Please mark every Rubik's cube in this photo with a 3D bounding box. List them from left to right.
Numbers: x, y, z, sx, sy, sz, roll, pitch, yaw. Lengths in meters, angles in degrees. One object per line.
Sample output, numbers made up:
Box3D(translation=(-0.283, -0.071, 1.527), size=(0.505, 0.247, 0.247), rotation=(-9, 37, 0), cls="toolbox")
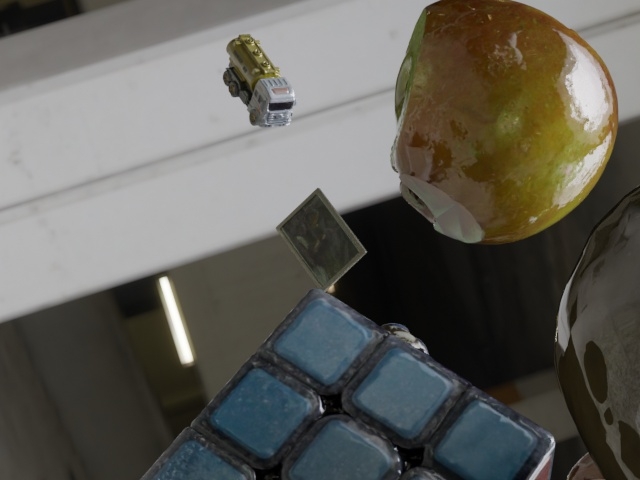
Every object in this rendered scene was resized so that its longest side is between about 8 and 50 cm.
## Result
Box3D(translation=(0.026, 0.290, 1.451), size=(0.301, 0.305, 0.304), rotation=(30, -28, 22), cls="Rubik's cube")

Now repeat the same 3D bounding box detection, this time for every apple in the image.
Box3D(translation=(0.249, -0.174, 2.189), size=(0.384, 0.374, 0.374), rotation=(26, -40, 44), cls="apple")

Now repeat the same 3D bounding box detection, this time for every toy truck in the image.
Box3D(translation=(-0.075, -0.194, 1.764), size=(0.123, 0.052, 0.063), rotation=(56, -40, 36), cls="toy truck")

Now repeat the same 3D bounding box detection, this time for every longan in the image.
Box3D(translation=(0.339, 0.103, 1.122), size=(0.361, 0.361, 0.361), rotation=(162, -90, -84), cls="longan")

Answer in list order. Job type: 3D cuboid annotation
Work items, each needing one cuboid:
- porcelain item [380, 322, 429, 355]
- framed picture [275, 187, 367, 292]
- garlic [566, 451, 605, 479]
Box3D(translation=(0.093, 0.270, 2.147), size=(0.186, 0.138, 0.288), rotation=(84, 9, -66), cls="porcelain item")
Box3D(translation=(0.000, 0.000, 1.474), size=(0.089, 0.066, 0.006), rotation=(55, 19, 22), cls="framed picture")
Box3D(translation=(0.391, 0.355, 1.807), size=(0.191, 0.160, 0.214), rotation=(9, -41, 34), cls="garlic")
